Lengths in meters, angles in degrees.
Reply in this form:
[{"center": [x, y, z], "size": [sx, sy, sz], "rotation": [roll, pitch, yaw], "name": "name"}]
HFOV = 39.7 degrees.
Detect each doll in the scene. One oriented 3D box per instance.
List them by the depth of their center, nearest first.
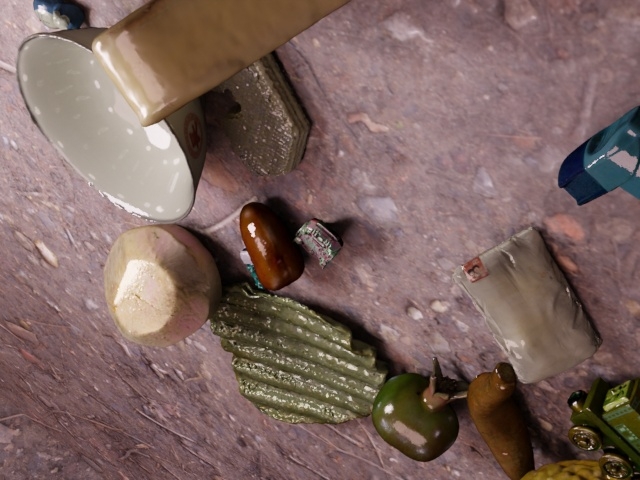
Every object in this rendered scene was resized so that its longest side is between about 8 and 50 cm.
[{"center": [-0.407, -0.348, 1.380], "size": [0.083, 0.050, 0.076], "rotation": [28, 162, 14], "name": "doll"}]

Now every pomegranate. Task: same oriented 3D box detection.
[{"center": [0.174, 0.278, 1.494], "size": [0.152, 0.131, 0.191], "rotation": [34, 127, 8], "name": "pomegranate"}]

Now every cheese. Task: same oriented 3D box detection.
[{"center": [-0.071, -0.272, 0.984], "size": [0.384, 0.384, 0.104], "rotation": [-14, 114, 50], "name": "cheese"}]

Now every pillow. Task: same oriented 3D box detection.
[{"center": [0.282, 0.094, 1.200], "size": [0.128, 0.051, 0.229], "rotation": [-32, 113, 9], "name": "pillow"}]

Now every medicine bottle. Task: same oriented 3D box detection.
[{"center": [0.392, -0.047, 0.948], "size": [0.258, 0.079, 0.124], "rotation": [33, 142, 9], "name": "medicine bottle"}]

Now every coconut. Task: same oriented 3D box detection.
[{"center": [-0.287, 0.075, 1.629], "size": [0.197, 0.237, 0.237], "rotation": [-24, 117, 14], "name": "coconut"}]

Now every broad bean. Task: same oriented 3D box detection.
[{"center": [-0.084, 0.007, 1.448], "size": [0.114, 0.084, 0.165], "rotation": [26, 147, 58], "name": "broad bean"}]

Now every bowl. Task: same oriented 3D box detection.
[{"center": [-0.275, -0.199, 1.325], "size": [0.337, 0.157, 0.337], "rotation": [28, 146, 20], "name": "bowl"}]

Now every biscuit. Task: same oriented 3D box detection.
[{"center": [-0.100, -0.198, 1.265], "size": [0.147, 0.046, 0.250], "rotation": [1, 130, 42], "name": "biscuit"}]

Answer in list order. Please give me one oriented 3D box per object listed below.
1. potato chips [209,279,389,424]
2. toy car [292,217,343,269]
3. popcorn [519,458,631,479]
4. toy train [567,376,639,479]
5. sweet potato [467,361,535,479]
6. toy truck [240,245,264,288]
[{"center": [-0.049, 0.226, 1.682], "size": [0.429, 0.070, 0.358], "rotation": [11, 134, 35], "name": "potato chips"}, {"center": [0.000, 0.000, 1.388], "size": [0.069, 0.055, 0.142], "rotation": [41, 168, 1], "name": "toy car"}, {"center": [0.413, 0.422, 1.393], "size": [0.200, 0.203, 0.226], "rotation": [46, 107, 7], "name": "popcorn"}, {"center": [0.461, 0.286, 1.262], "size": [0.225, 0.090, 0.137], "rotation": [43, 139, -5], "name": "toy train"}, {"center": [0.283, 0.269, 1.390], "size": [0.108, 0.079, 0.346], "rotation": [36, 159, 41], "name": "sweet potato"}, {"center": [-0.109, 0.042, 1.549], "size": [0.039, 0.044, 0.083], "rotation": [2, 132, 38], "name": "toy truck"}]
